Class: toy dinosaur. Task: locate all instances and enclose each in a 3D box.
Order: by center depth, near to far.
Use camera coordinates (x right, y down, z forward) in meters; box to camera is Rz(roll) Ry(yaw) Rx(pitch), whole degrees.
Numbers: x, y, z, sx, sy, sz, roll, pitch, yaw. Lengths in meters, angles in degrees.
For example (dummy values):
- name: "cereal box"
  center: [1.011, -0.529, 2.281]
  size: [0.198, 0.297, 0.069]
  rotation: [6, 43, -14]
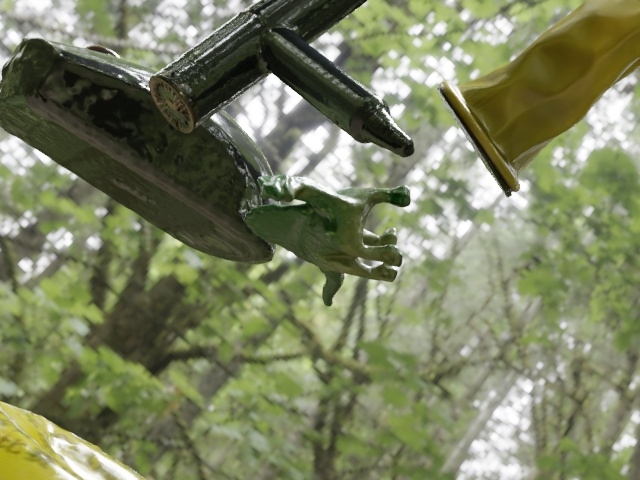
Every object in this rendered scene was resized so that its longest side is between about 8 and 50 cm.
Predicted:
- name: "toy dinosaur"
  center: [0.000, 0.000, 0.519]
  size: [0.060, 0.029, 0.119]
  rotation: [12, -17, -1]

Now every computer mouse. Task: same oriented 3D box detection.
- name: "computer mouse"
  center: [-0.137, -0.082, 1.117]
  size: [0.269, 0.100, 0.170]
  rotation: [34, -18, -21]

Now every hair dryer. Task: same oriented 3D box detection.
- name: "hair dryer"
  center: [0.014, -0.110, 0.854]
  size: [0.195, 0.173, 0.050]
  rotation: [28, -30, 39]

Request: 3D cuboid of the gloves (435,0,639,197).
- name: "gloves"
  center: [0.251, -0.165, 1.150]
  size: [0.116, 0.294, 0.133]
  rotation: [53, 7, -30]

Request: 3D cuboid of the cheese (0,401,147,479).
- name: "cheese"
  center: [-0.091, 0.095, 0.395]
  size: [0.156, 0.064, 0.250]
  rotation: [31, -2, 9]
